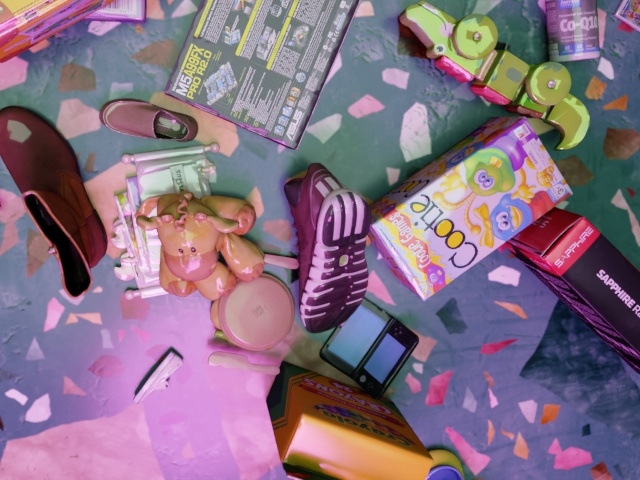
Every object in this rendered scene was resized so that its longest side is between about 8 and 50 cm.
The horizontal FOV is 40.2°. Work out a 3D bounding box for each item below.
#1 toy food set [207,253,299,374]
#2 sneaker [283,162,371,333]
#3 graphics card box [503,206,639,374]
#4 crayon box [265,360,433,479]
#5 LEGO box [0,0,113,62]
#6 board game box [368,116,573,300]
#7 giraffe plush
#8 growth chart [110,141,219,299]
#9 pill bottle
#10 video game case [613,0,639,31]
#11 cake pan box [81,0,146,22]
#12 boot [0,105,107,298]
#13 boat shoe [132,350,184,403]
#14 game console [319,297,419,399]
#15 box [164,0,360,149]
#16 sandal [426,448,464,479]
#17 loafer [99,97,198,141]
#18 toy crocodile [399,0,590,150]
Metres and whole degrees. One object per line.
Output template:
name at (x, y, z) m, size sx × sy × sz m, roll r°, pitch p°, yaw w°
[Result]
toy food set at (-0.106, 0.110, 1.375) m, size 0.132 × 0.038 × 0.192 m, roll 13°, pitch 85°, yaw -15°
sneaker at (0.000, 0.000, 1.343) m, size 0.106 × 0.162 × 0.281 m, roll -12°, pitch 135°, yaw -25°
graphics card box at (0.451, 0.095, 1.350) m, size 0.371 × 0.233 × 0.094 m, roll 43°, pitch 92°, yaw -11°
crayon box at (0.037, 0.283, 1.272) m, size 0.202 × 0.318 × 0.081 m, roll 22°, pitch 95°, yaw -11°
LEGO box at (-0.301, -0.515, 1.105) m, size 0.500 × 0.193 × 0.373 m, roll -30°, pitch 101°, yaw -4°
board game box at (0.213, -0.055, 1.338) m, size 0.275 × 0.144 × 0.142 m, roll -36°, pitch 101°, yaw -3°
giraffe plush at (-0.177, -0.007, 1.247) m, size 0.181 × 0.170 × 0.210 m, roll -28°, pitch 98°, yaw -2°
growth chart at (-0.236, -0.029, 1.339) m, size 0.171 × 0.021 × 0.237 m, roll -3°, pitch 99°, yaw -7°
pill bottle at (0.389, -0.348, 1.355) m, size 0.078 × 0.078 × 0.137 m, roll -8°, pitch 99°, yaw -7°
video game case at (0.544, -0.371, 1.408) m, size 0.122 × 0.011 × 0.087 m, roll 28°, pitch 94°, yaw -11°
cake pan box at (-0.369, -0.439, 1.237) m, size 0.266 × 0.070 × 0.246 m, roll 0°, pitch 100°, yaw -8°
boot at (-0.381, -0.061, 1.180) m, size 0.096 × 0.280 × 0.264 m, roll -22°, pitch 101°, yaw -5°
boat shoe at (-0.252, 0.220, 1.367) m, size 0.035 × 0.035 × 0.100 m, roll 40°, pitch 84°, yaw -9°
game console at (0.077, 0.171, 1.390) m, size 0.071 × 0.107 × 0.122 m, roll 32°, pitch 94°, yaw -40°
box at (-0.083, -0.300, 1.303) m, size 0.216 × 0.060 × 0.270 m, roll 22°, pitch 94°, yaw -10°
sandal at (0.221, 0.511, 1.427) m, size 0.126 × 0.138 × 0.318 m, roll -20°, pitch 102°, yaw -7°
loafer at (-0.255, -0.179, 1.299) m, size 0.147 × 0.050 × 0.056 m, roll 7°, pitch 97°, yaw -9°
toy crocodile at (0.266, -0.256, 1.331) m, size 0.340 × 0.115 × 0.105 m, roll 29°, pitch 94°, yaw -11°
